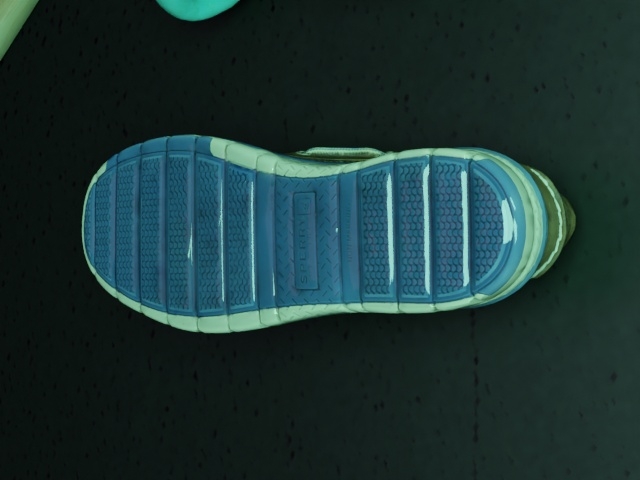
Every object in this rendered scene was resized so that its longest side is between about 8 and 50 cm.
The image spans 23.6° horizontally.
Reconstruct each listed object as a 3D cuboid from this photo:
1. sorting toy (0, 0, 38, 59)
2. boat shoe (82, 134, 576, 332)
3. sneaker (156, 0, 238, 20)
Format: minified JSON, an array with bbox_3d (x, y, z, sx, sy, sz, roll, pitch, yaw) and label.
[{"bbox_3d":[-0.167,-0.161,0.687,0.274,0.046,0.132,-51,58,25],"label":"sorting toy"},{"bbox_3d":[0.000,0.000,0.520,0.183,0.066,0.066,5,92,35],"label":"boat shoe"},{"bbox_3d":[0.027,-0.144,0.498,0.275,0.107,0.110,-11,86,50],"label":"sneaker"}]
